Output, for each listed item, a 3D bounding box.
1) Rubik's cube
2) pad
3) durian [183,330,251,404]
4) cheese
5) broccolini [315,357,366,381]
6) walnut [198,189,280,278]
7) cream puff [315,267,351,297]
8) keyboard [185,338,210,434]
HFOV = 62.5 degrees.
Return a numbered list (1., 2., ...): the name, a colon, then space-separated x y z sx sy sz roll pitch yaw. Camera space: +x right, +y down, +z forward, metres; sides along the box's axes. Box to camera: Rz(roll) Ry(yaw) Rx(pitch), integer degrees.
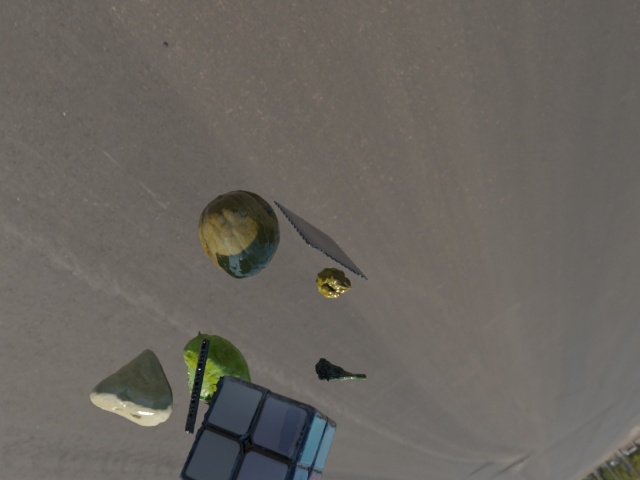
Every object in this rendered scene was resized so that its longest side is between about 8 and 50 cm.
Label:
1. Rubik's cube: -0.164 0.611 1.540 0.318 0.313 0.316 63 44 -60
2. pad: 0.000 0.000 1.547 0.012 0.269 0.269 -50 132 8
3. durian: -0.398 0.518 2.051 0.255 0.204 0.340 -7 98 -3
4. cheese: -0.639 0.542 1.820 0.174 0.248 0.251 -48 165 33
5. broccolini: 0.067 0.454 1.760 0.202 0.091 0.068 27 86 -26
6. walnut: -0.255 -0.024 1.692 0.282 0.283 0.227 -27 -173 -9
7. cream puff: 0.060 0.187 2.308 0.146 0.146 0.116 -18 -173 -20
8. keyboard: -0.265 0.308 1.127 0.018 0.196 0.060 13 167 -19
